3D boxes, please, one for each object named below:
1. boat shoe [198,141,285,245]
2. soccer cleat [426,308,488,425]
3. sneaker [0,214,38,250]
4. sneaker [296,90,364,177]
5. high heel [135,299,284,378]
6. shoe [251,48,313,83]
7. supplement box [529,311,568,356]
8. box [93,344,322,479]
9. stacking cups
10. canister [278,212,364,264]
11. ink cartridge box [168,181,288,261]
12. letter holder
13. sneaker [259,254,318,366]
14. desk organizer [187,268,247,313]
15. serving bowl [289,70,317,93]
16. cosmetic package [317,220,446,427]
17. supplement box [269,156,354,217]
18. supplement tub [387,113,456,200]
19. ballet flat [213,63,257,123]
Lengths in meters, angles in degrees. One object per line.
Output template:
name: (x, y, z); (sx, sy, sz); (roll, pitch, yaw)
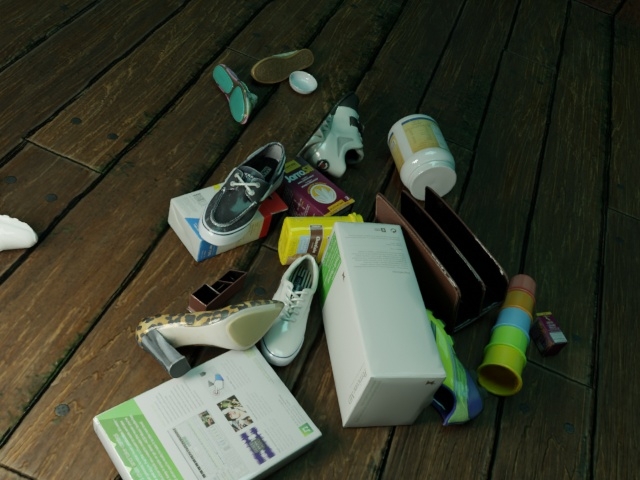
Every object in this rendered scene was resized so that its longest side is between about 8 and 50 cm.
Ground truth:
boat shoe: (-0.158, -0.110, 1.457); (0.108, 0.102, 0.301); (30, 47, 9)
soccer cleat: (0.217, 0.241, 1.377); (0.121, 0.093, 0.289); (-19, 56, -23)
sneaker: (-0.674, -0.004, 1.323); (0.235, 0.090, 0.095); (8, 60, -8)
sneaker: (0.056, -0.270, 1.798); (0.146, 0.122, 0.330); (37, 44, -8)
high heel: (-0.214, 0.145, 1.293); (0.261, 0.093, 0.186); (-26, 34, -28)
shoe: (-0.117, -0.504, 1.987); (0.219, 0.076, 0.058); (-26, 17, -33)
supplement box: (0.507, 0.209, 1.528); (0.043, 0.055, 0.083); (-3, 50, -22)
box: (-0.191, 0.332, 1.181); (0.322, 0.058, 0.232); (-22, 58, -35)
stacking cups: (0.422, 0.199, 1.497); (0.096, 0.096, 0.316); (28, 41, 8)
canister: (0.000, 0.000, 1.505); (0.170, 0.126, 0.073); (-1, 49, -17)
ink cartridge box: (-0.204, -0.057, 1.521); (0.231, 0.078, 0.134); (-21, 59, -33)
letter holder: (0.261, 0.014, 1.488); (0.152, 0.214, 0.302); (-29, 60, -11)
sneaker: (-0.063, 0.131, 1.383); (0.094, 0.091, 0.258); (15, 45, -4)
desk organizer: (-0.209, 0.102, 1.391); (0.047, 0.050, 0.130); (35, 47, 15)
serving bowl: (-0.053, -0.451, 1.971); (0.083, 0.027, 0.083); (12, 51, -15)
cosmetic package: (0.106, 0.159, 1.344); (0.155, 0.197, 0.365); (4, 46, -15)
supplement box: (-0.026, -0.103, 1.621); (0.188, 0.081, 0.104); (41, 49, 20)
supplement tub: (0.266, -0.217, 1.781); (0.144, 0.144, 0.200); (1, 49, -18)
ballet flat: (-0.219, -0.396, 1.844); (0.079, 0.077, 0.221); (4, 44, -42)
